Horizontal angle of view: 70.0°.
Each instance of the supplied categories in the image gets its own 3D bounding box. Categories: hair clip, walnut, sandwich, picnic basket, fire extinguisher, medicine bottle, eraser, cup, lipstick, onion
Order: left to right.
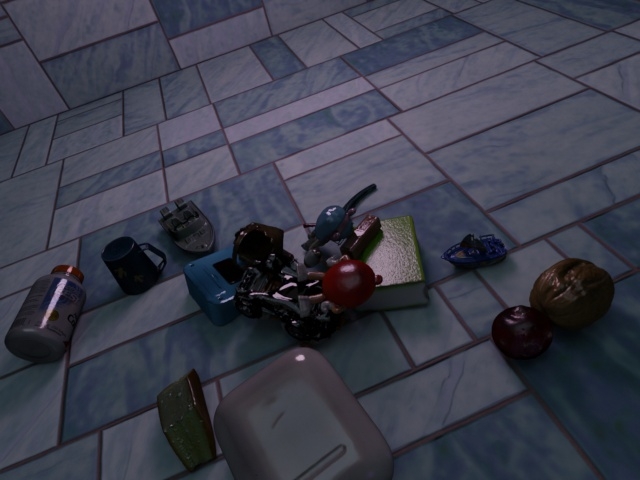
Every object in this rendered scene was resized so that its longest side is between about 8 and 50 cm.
[{"bbox_3d":[-0.815,0.209,1.388,0.156,0.157,0.289,-11,43,7],"label":"medicine bottle"},{"bbox_3d":[-0.591,0.069,1.462,0.176,0.155,0.131,-26,44,-7],"label":"cup"},{"bbox_3d":[-0.320,0.403,1.080,0.094,0.096,0.258,-31,42,-7],"label":"sandwich"},{"bbox_3d":[-0.196,0.019,1.342,0.137,0.128,0.178,13,17,22],"label":"picnic basket"},{"bbox_3d":[-0.110,0.055,1.412,0.046,0.032,0.100,-30,37,-29],"label":"fire extinguisher"},{"bbox_3d":[0.115,-0.126,1.523,0.070,0.039,0.230,16,51,32],"label":"hair clip"},{"bbox_3d":[0.113,-0.009,1.274,0.045,0.045,0.145,15,51,40],"label":"lipstick"},{"bbox_3d":[0.178,0.060,1.270,0.209,0.092,0.274,-10,42,13],"label":"eraser"},{"bbox_3d":[0.448,0.202,1.016,0.131,0.131,0.131,-9,43,9],"label":"onion"},{"bbox_3d":[0.575,0.118,1.041,0.184,0.156,0.155,-30,44,-16],"label":"walnut"}]

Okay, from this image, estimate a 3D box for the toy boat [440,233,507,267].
[{"bbox_3d":[0.409,0.017,1.227,0.174,0.110,0.091,-14,42,6],"label":"toy boat"}]

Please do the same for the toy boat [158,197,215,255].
[{"bbox_3d":[-0.449,-0.040,1.575,0.141,0.092,0.319,-36,47,-16],"label":"toy boat"}]

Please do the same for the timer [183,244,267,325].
[{"bbox_3d":[-0.259,0.118,1.386,0.249,0.092,0.231,-26,41,-27],"label":"timer"}]

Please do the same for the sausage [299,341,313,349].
[{"bbox_3d":[-0.030,0.313,1.116,0.041,0.036,0.158,-7,43,0],"label":"sausage"}]

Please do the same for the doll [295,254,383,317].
[{"bbox_3d":[0.047,0.106,1.141,0.217,0.085,0.183,-12,51,7],"label":"doll"}]

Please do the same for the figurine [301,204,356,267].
[{"bbox_3d":[-0.005,-0.013,1.319,0.205,0.103,0.260,-48,10,-26],"label":"figurine"}]

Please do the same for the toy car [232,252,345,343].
[{"bbox_3d":[-0.078,0.161,1.207,0.300,0.118,0.193,21,51,16],"label":"toy car"}]

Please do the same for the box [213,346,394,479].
[{"bbox_3d":[-0.044,0.406,0.927,0.288,0.141,0.349,-33,51,-12],"label":"box"}]
